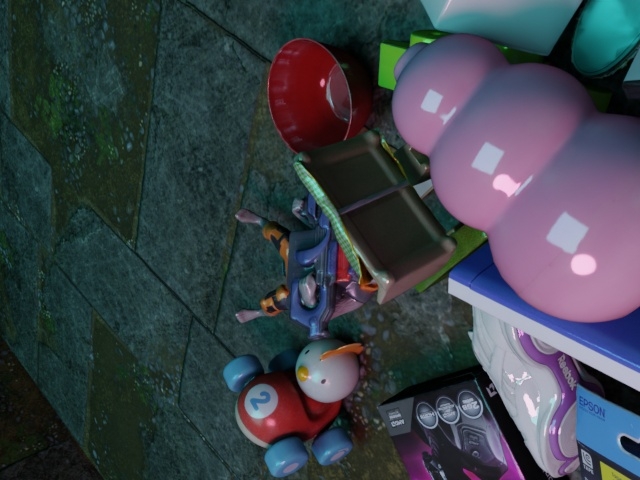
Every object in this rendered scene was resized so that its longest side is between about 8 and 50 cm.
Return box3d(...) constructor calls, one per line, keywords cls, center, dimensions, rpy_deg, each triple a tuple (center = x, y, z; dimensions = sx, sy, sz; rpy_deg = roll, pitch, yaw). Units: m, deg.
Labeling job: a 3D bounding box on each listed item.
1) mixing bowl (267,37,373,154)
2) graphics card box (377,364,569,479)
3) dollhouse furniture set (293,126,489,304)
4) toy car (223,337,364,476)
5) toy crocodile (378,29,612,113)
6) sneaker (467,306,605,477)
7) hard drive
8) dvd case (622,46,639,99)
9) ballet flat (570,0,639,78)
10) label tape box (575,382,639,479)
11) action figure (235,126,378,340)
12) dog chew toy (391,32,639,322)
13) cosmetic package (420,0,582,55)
box3d(cls="mixing bowl", center=(0.013, -0.220, 1.125), dimensions=(0.181, 0.098, 0.181), rpy_deg=(21, 120, 41))
box3d(cls="graphics card box", center=(0.259, 0.380, 1.113), dimensions=(0.233, 0.094, 0.371), rpy_deg=(-31, 82, 50))
box3d(cls="dollhouse furniture set", center=(0.084, -0.026, 0.970), dimensions=(0.198, 0.301, 0.151), rpy_deg=(56, 135, 11))
box3d(cls="toy car", center=(-0.019, 0.249, 1.300), dimensions=(0.238, 0.210, 0.219), rpy_deg=(-55, 52, 31))
box3d(cls="toy crocodile", center=(0.199, -0.202, 0.934), dimensions=(0.340, 0.105, 0.115), rpy_deg=(24, 123, 47))
box3d(cls="sneaker", center=(0.279, 0.170, 0.975), dimensions=(0.152, 0.114, 0.305), rpy_deg=(22, 135, 62))
box3d(cls="hard drive", center=(0.331, 0.064, 0.805), dimensions=(0.318, 0.210, 0.040), rpy_deg=(28, 135, 38))
box3d(cls="dvd case", center=(0.387, -0.219, 0.625), dimensions=(0.180, 0.253, 0.022), rpy_deg=(9, 149, 46))
box3d(cls="ballet flat", center=(0.335, -0.283, 0.760), dimensions=(0.091, 0.077, 0.241), rpy_deg=(34, 131, 26))
box3d(cls="label tape box", center=(0.424, 0.349, 0.842), dimensions=(0.249, 0.115, 0.348), rpy_deg=(-159, 58, -69))
box3d(cls="action figure", center=(0.000, 0.000, 1.236), dimensions=(0.330, 0.178, 0.341), rpy_deg=(0, 76, 42))
box3d(cls="dog chew toy", center=(0.205, -0.077, 0.733), dimensions=(0.332, 0.206, 0.207), rpy_deg=(43, 135, 12))
box3d(cls="cosmetic package", center=(0.221, -0.406, 0.717), dimensions=(0.385, 0.156, 0.217), rpy_deg=(115, 153, -43))
